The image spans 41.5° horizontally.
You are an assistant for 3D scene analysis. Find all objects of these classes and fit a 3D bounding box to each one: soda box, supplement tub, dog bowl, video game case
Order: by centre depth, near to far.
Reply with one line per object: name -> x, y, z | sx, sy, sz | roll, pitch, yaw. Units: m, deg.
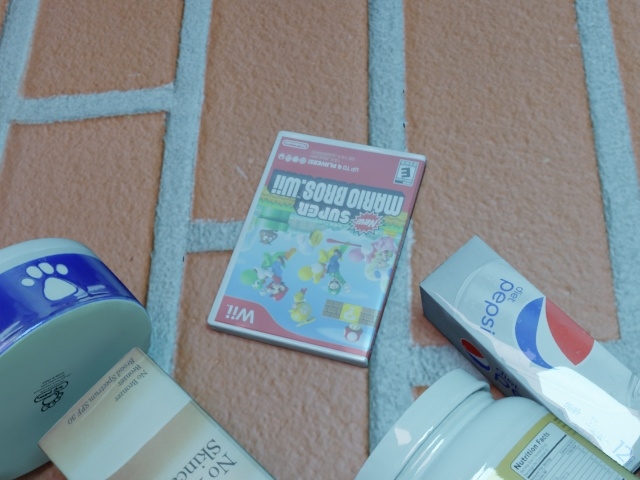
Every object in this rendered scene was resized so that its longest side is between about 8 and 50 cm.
supplement tub -> 0.194, 0.286, 0.758 | 0.316, 0.228, 0.228 | 37, 75, 24
soda box -> 0.235, 0.129, 0.905 | 0.091, 0.098, 0.286 | -39, 63, -11
dog bowl -> -0.315, 0.132, 0.907 | 0.104, 0.265, 0.265 | 40, 76, 23
video game case -> 0.000, 0.000, 1.054 | 0.204, 0.025, 0.285 | 12, 66, 15

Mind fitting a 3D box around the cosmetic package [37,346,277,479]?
cosmetic package -> -0.133, 0.270, 0.880 | 0.296, 0.129, 0.153 | 37, 73, 24
